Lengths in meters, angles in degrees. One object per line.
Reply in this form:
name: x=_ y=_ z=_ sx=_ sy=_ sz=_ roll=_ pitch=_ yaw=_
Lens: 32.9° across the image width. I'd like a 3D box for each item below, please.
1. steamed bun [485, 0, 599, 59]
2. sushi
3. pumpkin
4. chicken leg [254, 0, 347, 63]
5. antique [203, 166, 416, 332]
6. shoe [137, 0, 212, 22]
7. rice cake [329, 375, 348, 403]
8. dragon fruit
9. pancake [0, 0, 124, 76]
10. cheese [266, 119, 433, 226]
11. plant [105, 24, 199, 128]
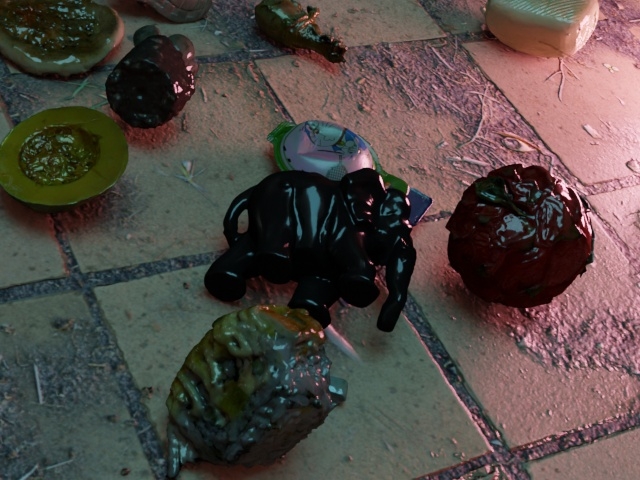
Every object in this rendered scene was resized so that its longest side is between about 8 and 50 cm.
steamed bun: x=0.492 y=-0.488 z=2.438 sx=0.238 sy=0.153 sz=0.170 roll=18 pitch=48 yaw=21
sushi: x=-0.100 y=0.214 z=1.486 sx=0.139 sy=0.274 sz=0.184 roll=10 pitch=40 yaw=-50
pumpkin: x=-0.423 y=-0.113 z=1.783 sx=0.217 sy=0.110 sz=0.217 roll=3 pitch=55 yaw=-5
chicken leg: x=-0.032 y=-0.436 z=2.243 sx=0.227 sy=0.088 sz=0.103 roll=26 pitch=31 yaw=13
antique: x=0.000 y=0.000 z=1.745 sx=0.322 sy=0.185 sz=0.255 roll=18 pitch=44 yaw=5
shoe: x=-0.337 y=-0.524 z=2.227 sx=0.227 sy=0.099 sz=0.125 roll=19 pitch=13 yaw=-30
rice cake: x=-0.047 y=0.210 z=1.627 sx=0.180 sy=0.030 sz=0.042 roll=15 pitch=45 yaw=-3
dragon fruit: x=0.346 y=-0.005 z=1.829 sx=0.299 sy=0.244 sz=0.244 roll=6 pitch=42 yaw=-39
pancake: x=-0.514 y=-0.409 z=2.083 sx=0.282 sy=0.049 sz=0.282 roll=8 pitch=42 yaw=-8
cheese: x=0.051 y=-0.127 z=1.960 sx=0.320 sy=0.083 sz=0.204 roll=29 pitch=44 yaw=12
plant: x=-0.298 y=-0.303 z=1.984 sx=0.146 sy=0.149 sz=0.274 roll=55 pitch=18 yaw=-22
